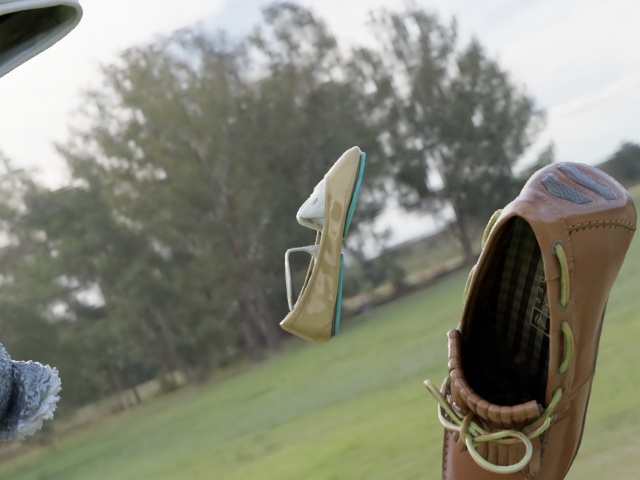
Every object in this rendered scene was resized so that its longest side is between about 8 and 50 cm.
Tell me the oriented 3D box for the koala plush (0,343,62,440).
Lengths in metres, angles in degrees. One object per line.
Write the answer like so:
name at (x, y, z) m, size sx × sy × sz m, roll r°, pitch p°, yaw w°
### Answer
koala plush at (-0.351, 0.173, 1.294) m, size 0.221 × 0.196 × 0.203 m, roll -53°, pitch 14°, yaw 4°

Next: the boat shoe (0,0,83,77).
boat shoe at (-0.267, -0.114, 0.920) m, size 0.258 × 0.084 × 0.095 m, roll -39°, pitch -23°, yaw -26°

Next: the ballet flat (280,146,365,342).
ballet flat at (0.000, 0.000, 1.650) m, size 0.073 × 0.232 × 0.080 m, roll 10°, pitch -8°, yaw -3°

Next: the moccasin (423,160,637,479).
moccasin at (0.164, 0.116, 1.231) m, size 0.147 × 0.139 × 0.380 m, roll -24°, pitch -37°, yaw -38°
